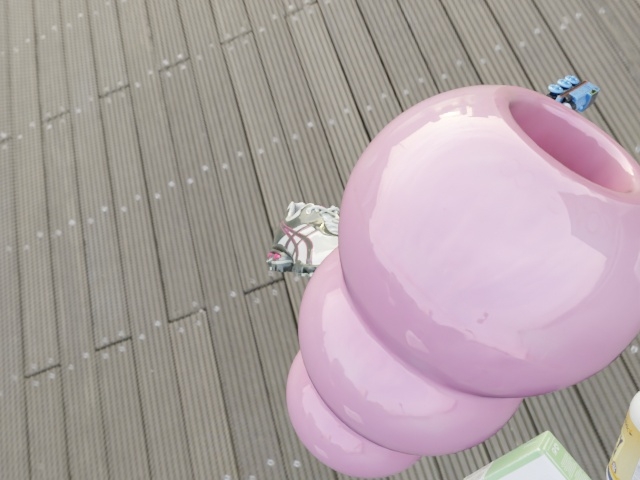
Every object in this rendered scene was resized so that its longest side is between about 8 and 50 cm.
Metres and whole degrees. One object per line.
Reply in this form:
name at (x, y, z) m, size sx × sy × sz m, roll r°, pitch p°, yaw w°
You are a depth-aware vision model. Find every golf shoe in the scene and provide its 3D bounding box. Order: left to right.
golf shoe at (0.000, 0.000, 0.997) m, size 0.273 × 0.105 × 0.120 m, roll 7°, pitch 88°, yaw 58°

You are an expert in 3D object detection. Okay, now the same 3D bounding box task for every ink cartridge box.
ink cartridge box at (0.310, 0.391, 0.866) m, size 0.235 × 0.056 × 0.171 m, roll 50°, pitch 126°, yaw 11°

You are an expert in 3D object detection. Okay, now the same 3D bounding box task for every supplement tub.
supplement tub at (0.825, 0.485, 1.547) m, size 0.228 × 0.316 × 0.228 m, roll 4°, pitch 26°, yaw -2°

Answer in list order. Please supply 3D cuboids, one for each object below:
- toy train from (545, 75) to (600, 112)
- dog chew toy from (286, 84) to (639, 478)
toy train at (0.714, -0.410, 1.890) m, size 0.105 × 0.080 × 0.184 m, roll 40°, pitch 49°, yaw 24°
dog chew toy at (0.079, 0.056, 0.481) m, size 0.206 × 0.207 × 0.332 m, roll 56°, pitch 133°, yaw 30°
